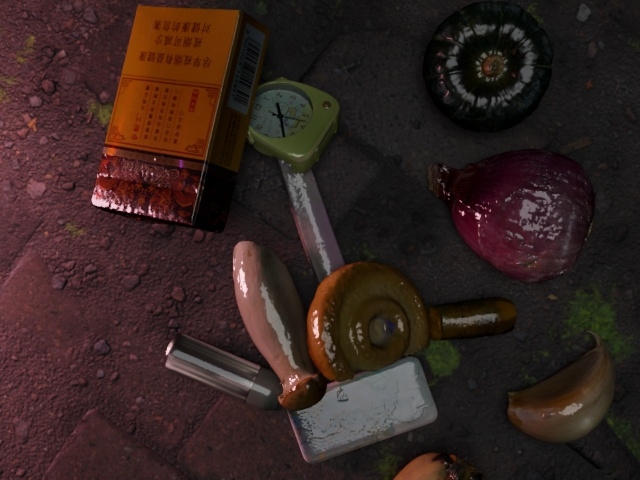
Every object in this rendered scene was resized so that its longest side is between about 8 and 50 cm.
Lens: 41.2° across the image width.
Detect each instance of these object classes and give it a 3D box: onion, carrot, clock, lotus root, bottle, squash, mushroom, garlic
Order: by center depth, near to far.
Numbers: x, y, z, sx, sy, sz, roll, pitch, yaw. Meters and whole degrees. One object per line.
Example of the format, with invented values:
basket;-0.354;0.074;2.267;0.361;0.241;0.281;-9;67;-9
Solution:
lotus root;0.191;0.546;1.642;0.183;0.183;0.310;40;91;2
onion;0.372;-0.069;1.657;0.349;0.159;0.267;17;86;1
squash;0.324;-0.337;1.659;0.252;0.165;0.252;0;91;3
mushroom;-0.084;0.161;1.660;0.128;0.128;0.350;-23;74;1
garlic;0.487;0.303;1.672;0.245;0.145;0.164;-36;57;-2
carrot;0.301;0.156;1.691;0.173;0.082;0.082;-9;89;-2
clock;-0.088;-0.245;1.691;0.232;0.069;0.170;26;66;14
bottle;-0.185;0.259;1.701;0.254;0.079;0.096;23;66;3

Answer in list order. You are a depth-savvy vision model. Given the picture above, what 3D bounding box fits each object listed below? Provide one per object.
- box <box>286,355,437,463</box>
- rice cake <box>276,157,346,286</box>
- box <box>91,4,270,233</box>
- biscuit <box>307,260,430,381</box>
box;0.083;0.339;1.711;0.285;0.044;0.142;-20;92;1
rice cake;-0.001;0.000;1.709;0.070;0.064;0.399;-19;88;-6
box;-0.274;-0.235;1.646;0.264;0.116;0.415;11;88;27
biscuit;0.090;0.145;1.630;0.274;0.091;0.213;-22;90;-32
